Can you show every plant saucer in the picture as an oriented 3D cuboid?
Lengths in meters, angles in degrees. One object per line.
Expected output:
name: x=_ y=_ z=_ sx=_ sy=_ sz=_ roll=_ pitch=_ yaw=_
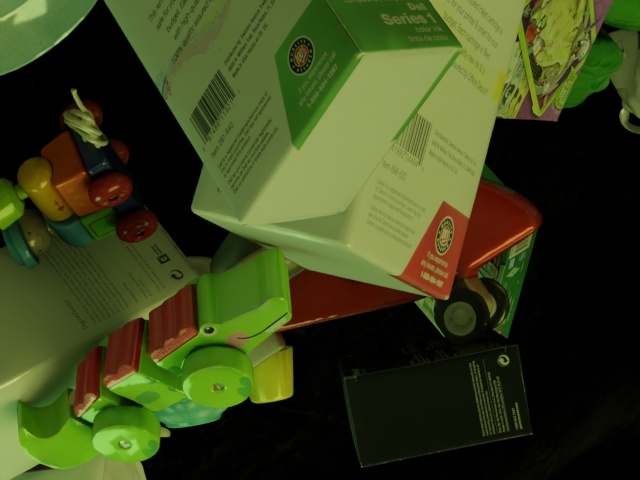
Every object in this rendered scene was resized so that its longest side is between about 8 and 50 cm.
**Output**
plant saucer: x=-0.260 y=-0.215 z=1.519 sx=0.195 sy=0.037 sz=0.195 roll=-32 pitch=155 yaw=-17

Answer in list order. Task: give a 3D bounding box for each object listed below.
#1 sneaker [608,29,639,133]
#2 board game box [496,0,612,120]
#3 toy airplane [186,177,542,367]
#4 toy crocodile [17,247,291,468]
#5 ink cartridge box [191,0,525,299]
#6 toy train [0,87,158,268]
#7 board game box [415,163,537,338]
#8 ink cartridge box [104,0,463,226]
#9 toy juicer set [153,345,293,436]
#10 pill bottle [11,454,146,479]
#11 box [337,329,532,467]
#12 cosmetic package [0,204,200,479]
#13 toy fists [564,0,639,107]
sneaker: x=0.462 y=-0.287 z=2.309 sx=0.137 sy=0.210 sz=0.365 roll=-15 pitch=111 yaw=-44
board game box: x=0.263 y=-0.293 z=2.009 sx=0.208 sy=0.056 sz=0.347 roll=1 pitch=118 yaw=-50
toy airplane: x=0.000 y=0.000 z=2.045 sx=0.384 sy=0.272 sz=0.386 roll=-12 pitch=-178 yaw=-28
toy crocodile: x=-0.153 y=0.112 z=1.726 sx=0.105 sy=0.115 sz=0.340 roll=29 pitch=133 yaw=-33
ink cartridge box: x=0.054 y=-0.165 z=1.689 sx=0.279 sy=0.160 sz=0.384 roll=28 pitch=76 yaw=-64
toy train: x=-0.256 y=-0.061 z=1.727 sx=0.143 sy=0.105 sz=0.248 roll=-26 pitch=155 yaw=1
board game box: x=0.163 y=0.003 z=2.270 sx=0.046 sy=0.213 sz=0.317 roll=-30 pitch=153 yaw=-21
ink cartridge box: x=-0.043 y=-0.183 z=1.471 sx=0.117 sy=0.278 sz=0.201 roll=-9 pitch=147 yaw=-41
toy juicer set: x=-0.187 y=0.173 z=2.163 sx=0.209 sy=0.089 sz=0.329 roll=-8 pitch=-177 yaw=28
pill bottle: x=-0.348 y=0.306 z=2.000 sx=0.301 sy=0.169 sz=0.169 roll=-9 pitch=159 yaw=13
box: x=0.118 y=0.166 z=2.007 sx=0.184 sy=0.103 sz=0.261 roll=-9 pitch=-179 yaw=0
cosmetic package: x=-0.311 y=0.123 z=1.877 sx=0.365 sy=0.155 sz=0.197 roll=-26 pitch=151 yaw=-26
toy fists: x=0.323 y=-0.260 z=2.200 sx=0.142 sy=0.096 sz=0.279 roll=3 pitch=134 yaw=-43
